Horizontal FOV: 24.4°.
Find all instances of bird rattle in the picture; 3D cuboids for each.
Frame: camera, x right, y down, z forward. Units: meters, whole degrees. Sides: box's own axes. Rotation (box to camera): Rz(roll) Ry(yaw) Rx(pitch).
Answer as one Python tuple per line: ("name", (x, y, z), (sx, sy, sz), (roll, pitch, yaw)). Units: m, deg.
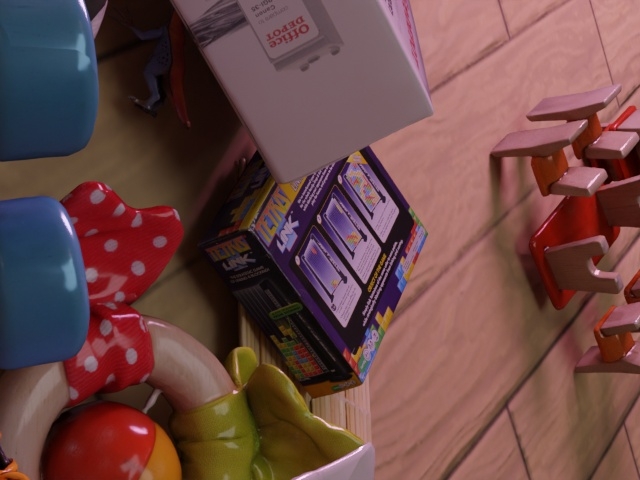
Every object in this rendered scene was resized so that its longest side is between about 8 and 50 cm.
("bird rattle", (-0.102, 0.099, 0.809), (0.253, 0.143, 0.207), (48, 60, -36))

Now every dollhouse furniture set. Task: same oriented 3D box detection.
("dollhouse furniture set", (0.283, -0.032, 1.497), (0.259, 0.135, 0.262), (-43, 118, -41))

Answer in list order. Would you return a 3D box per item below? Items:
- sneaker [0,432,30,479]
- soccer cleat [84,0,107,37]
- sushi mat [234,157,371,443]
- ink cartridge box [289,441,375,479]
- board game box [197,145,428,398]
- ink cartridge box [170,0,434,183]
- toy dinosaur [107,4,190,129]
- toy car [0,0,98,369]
("sneaker", (-0.179, 0.116, 0.712), (0.084, 0.083, 0.215), (-29, 104, -56))
("soccer cleat", (-0.230, -0.204, 0.720), (0.116, 0.143, 0.331), (-29, 83, -39))
("sushi mat", (-0.009, 0.105, 1.016), (0.151, 0.019, 0.316), (26, 54, -46))
("ink cartridge box", (-0.093, 0.258, 0.656), (0.207, 0.119, 0.353), (-11, 114, -59))
("board game box", (0.000, 0.000, 1.020), (0.141, 0.048, 0.170), (54, 37, -21))
("ink cartridge box", (-0.041, -0.210, 0.943), (0.283, 0.117, 0.207), (60, 13, -28))
("toy dinosaur", (-0.092, -0.118, 0.942), (0.082, 0.090, 0.047), (-61, 158, -3))
("toy car", (-0.231, -0.062, 0.625), (0.238, 0.219, 0.210), (-122, -148, -47))
